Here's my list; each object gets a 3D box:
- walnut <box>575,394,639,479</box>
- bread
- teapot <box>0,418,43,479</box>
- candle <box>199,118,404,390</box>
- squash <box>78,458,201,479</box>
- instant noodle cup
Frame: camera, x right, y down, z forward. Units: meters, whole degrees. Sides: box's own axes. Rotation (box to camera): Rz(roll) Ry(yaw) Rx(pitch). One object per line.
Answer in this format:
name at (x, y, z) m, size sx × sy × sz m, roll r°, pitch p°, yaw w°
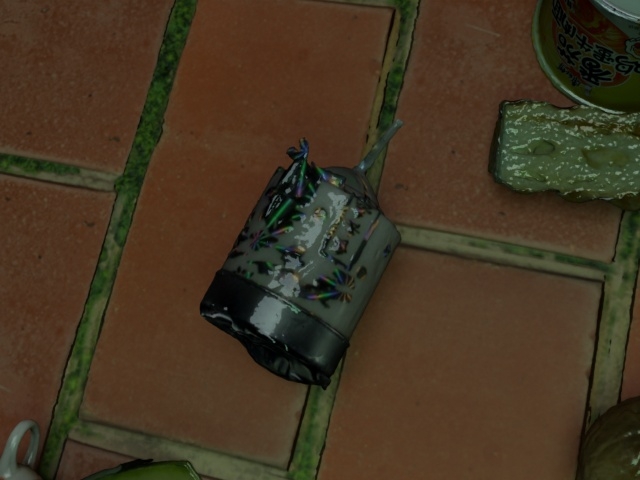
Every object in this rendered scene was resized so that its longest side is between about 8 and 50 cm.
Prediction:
walnut at (0.362, 0.244, 0.898) m, size 0.184 × 0.155 × 0.156 m, roll -17°, pitch 73°, yaw 7°
bread at (0.322, -0.100, 1.033) m, size 0.231 × 0.088 × 0.128 m, roll 9°, pitch 68°, yaw 19°
teapot at (-0.398, 0.340, 1.030) m, size 0.159 × 0.116 × 0.246 m, roll 7°, pitch 79°, yaw 25°
candle at (0.000, 0.000, 1.010) m, size 0.187 × 0.187 × 0.330 m, roll 26°, pitch 79°, yaw 16°
squash at (-0.223, 0.365, 0.885) m, size 0.210 × 0.309 × 0.234 m, roll -35°, pitch 72°, yaw -1°
instant noodle cup at (0.391, -0.304, 1.013) m, size 0.264 × 0.200 × 0.265 m, roll -3°, pitch 76°, yaw 11°
